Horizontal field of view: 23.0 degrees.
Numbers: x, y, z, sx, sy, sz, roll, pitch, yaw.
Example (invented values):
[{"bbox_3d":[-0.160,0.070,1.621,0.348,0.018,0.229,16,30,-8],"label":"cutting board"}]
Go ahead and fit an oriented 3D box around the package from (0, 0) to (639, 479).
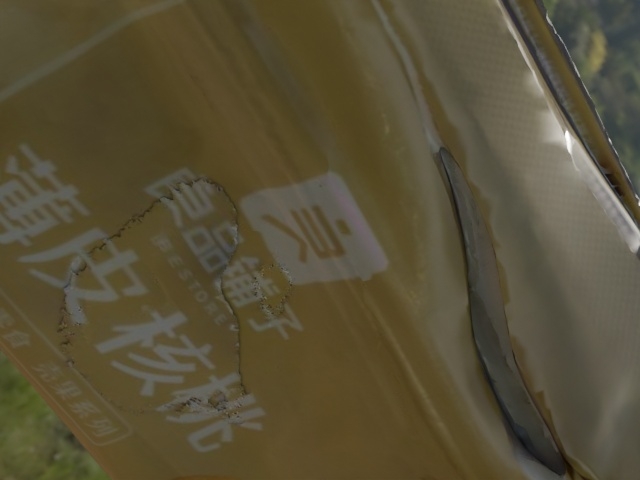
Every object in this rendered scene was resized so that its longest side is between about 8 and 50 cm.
[{"bbox_3d":[0.020,0.004,0.512,0.165,0.221,0.311,23,-29,56],"label":"package"}]
